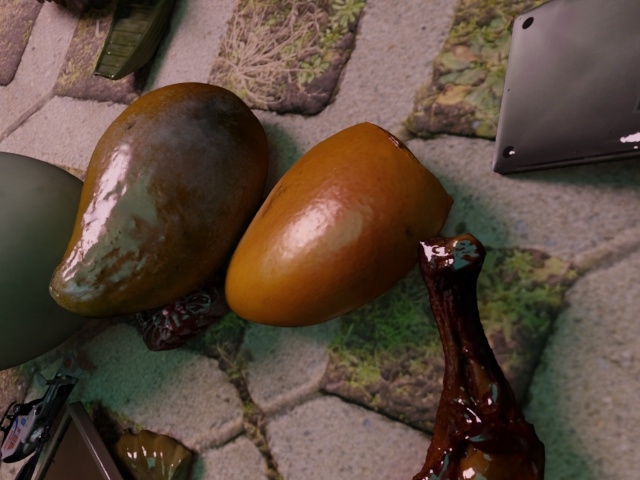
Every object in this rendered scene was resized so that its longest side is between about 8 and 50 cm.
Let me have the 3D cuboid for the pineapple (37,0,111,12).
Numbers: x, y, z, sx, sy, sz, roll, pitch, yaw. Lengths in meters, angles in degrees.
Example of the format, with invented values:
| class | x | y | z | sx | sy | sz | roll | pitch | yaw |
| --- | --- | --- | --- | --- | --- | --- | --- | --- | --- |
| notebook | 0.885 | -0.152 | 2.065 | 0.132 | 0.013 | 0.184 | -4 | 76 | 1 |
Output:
| class | x | y | z | sx | sy | sz | roll | pitch | yaw |
| --- | --- | --- | --- | --- | --- | --- | --- | --- | --- |
| pineapple | -0.397 | -0.460 | 0.602 | 0.357 | 0.223 | 0.223 | 30 | 94 | 25 |

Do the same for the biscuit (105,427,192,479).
| class | x | y | z | sx | sy | sz | roll | pitch | yaw |
| --- | --- | --- | --- | --- | --- | --- | --- | --- | --- |
| biscuit | -0.270 | 0.386 | 0.539 | 0.187 | 0.036 | 0.274 | 6 | 86 | 26 |

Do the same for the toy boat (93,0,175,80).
| class | x | y | z | sx | sy | sz | roll | pitch | yaw |
| --- | --- | --- | --- | --- | --- | --- | --- | --- | --- |
| toy boat | -0.279 | -0.383 | 0.641 | 0.093 | 0.055 | 0.293 | 17 | 88 | 21 |

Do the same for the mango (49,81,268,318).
| class | x | y | z | sx | sy | sz | roll | pitch | yaw |
| --- | --- | --- | --- | --- | --- | --- | --- | --- | --- |
| mango | -0.173 | -0.052 | 0.468 | 0.192 | 0.146 | 0.317 | 28 | 61 | -9 |

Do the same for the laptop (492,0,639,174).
| class | x | y | z | sx | sy | sz | roll | pitch | yaw |
| --- | --- | --- | --- | --- | --- | --- | --- | --- | --- |
| laptop | 0.275 | -0.160 | 0.338 | 0.269 | 0.015 | 0.188 | 2 | 80 | 58 |

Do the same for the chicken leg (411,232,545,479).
| class | x | y | z | sx | sy | sz | roll | pitch | yaw |
| --- | --- | --- | --- | --- | --- | --- | --- | --- | --- |
| chicken leg | 0.119 | 0.197 | 0.372 | 0.157 | 0.096 | 0.408 | 8 | 93 | -9 |

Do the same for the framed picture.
| class | x | y | z | sx | sy | sz | roll | pitch | yaw |
| --- | --- | --- | --- | --- | --- | --- | --- | --- | --- |
| framed picture | -0.343 | 0.403 | 0.540 | 0.211 | 0.020 | 0.290 | 35 | 100 | 32 |

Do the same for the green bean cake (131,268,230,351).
| class | x | y | z | sx | sy | sz | roll | pitch | yaw |
| --- | --- | --- | --- | --- | --- | --- | --- | --- | --- |
| green bean cake | -0.197 | 0.066 | 0.546 | 0.135 | 0.056 | 0.136 | -36 | 72 | 12 |

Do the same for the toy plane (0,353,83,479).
| class | x | y | z | sx | sy | sz | roll | pitch | yaw |
| --- | --- | --- | --- | --- | --- | --- | --- | --- | --- |
| toy plane | -0.415 | 0.257 | 0.600 | 0.078 | 0.053 | 0.197 | 26 | 86 | 29 |

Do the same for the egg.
| class | x | y | z | sx | sy | sz | roll | pitch | yaw |
| --- | --- | --- | --- | --- | --- | --- | --- | --- | --- |
| egg | -0.437 | 0.032 | 0.523 | 0.388 | 0.276 | 0.277 | -14 | 78 | 24 |

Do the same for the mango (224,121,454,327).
| class | x | y | z | sx | sy | sz | roll | pitch | yaw |
| --- | --- | --- | --- | --- | --- | --- | --- | --- | --- |
| mango | 0.000 | 0.000 | 0.437 | 0.257 | 0.138 | 0.187 | -47 | 58 | 3 |
